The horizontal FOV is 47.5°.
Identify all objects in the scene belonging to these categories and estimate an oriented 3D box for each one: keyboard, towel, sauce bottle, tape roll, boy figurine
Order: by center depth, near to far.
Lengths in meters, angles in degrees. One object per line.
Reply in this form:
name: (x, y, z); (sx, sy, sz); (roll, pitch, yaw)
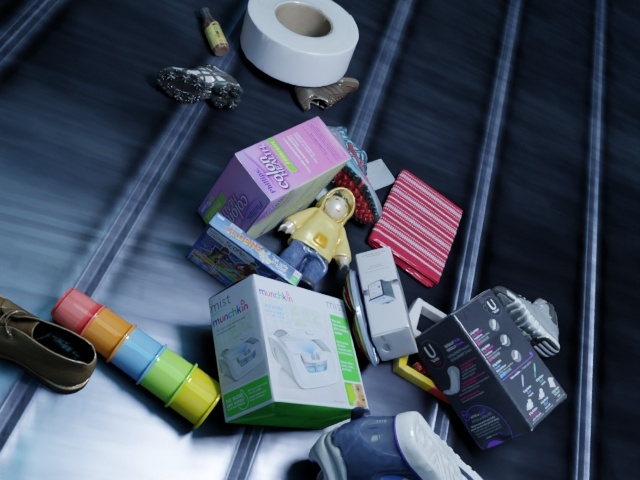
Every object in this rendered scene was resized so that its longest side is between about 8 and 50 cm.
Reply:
boy figurine: (0.000, 0.000, 1.558); (0.177, 0.092, 0.285); (37, 53, -5)
keyboard: (0.079, -0.138, 1.748); (0.256, 0.014, 0.072); (-23, 80, -39)
sauce bottle: (-0.259, -0.504, 1.751); (0.042, 0.042, 0.128); (-12, 70, -36)
towel: (0.233, -0.034, 1.762); (0.199, 0.031, 0.275); (35, 48, -7)
tape roll: (-0.051, -0.507, 1.801); (0.286, 0.100, 0.286); (11, 46, -12)

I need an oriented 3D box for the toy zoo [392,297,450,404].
toy zoo: (0.269, 0.253, 1.601); (0.293, 0.030, 0.192); (31, 50, -11)

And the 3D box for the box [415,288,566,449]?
box: (0.343, 0.266, 1.505); (0.143, 0.165, 0.270); (-26, 77, -39)

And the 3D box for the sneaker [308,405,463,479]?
sneaker: (0.115, 0.438, 1.313); (0.323, 0.236, 0.130); (58, 23, -31)

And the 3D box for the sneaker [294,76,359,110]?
sneaker: (0.020, -0.363, 1.830); (0.188, 0.066, 0.071); (-12, 85, -31)

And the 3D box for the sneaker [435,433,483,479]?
sneaker: (0.213, 0.443, 1.415); (0.235, 0.090, 0.095); (41, 63, 1)

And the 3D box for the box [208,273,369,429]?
box: (-0.058, 0.209, 1.316); (0.262, 0.127, 0.231); (21, 49, -47)

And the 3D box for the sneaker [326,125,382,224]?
sneaker: (0.081, -0.163, 1.686); (0.125, 0.104, 0.262); (-25, 82, -41)

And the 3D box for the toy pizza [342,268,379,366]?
toy pizza: (0.079, 0.158, 1.470); (0.032, 0.201, 0.201); (-15, 63, 7)

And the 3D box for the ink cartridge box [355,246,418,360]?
ink cartridge box: (0.136, 0.132, 1.507); (0.082, 0.139, 0.190); (-16, 57, 6)

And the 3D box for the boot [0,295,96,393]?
boot: (-0.495, 0.133, 1.155); (0.305, 0.115, 0.112); (29, 52, -12)

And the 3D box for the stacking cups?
stacking cups: (-0.312, 0.193, 1.252); (0.316, 0.096, 0.096); (37, 49, -1)

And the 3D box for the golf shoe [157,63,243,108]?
golf shoe: (-0.274, -0.357, 1.638); (0.198, 0.077, 0.094); (12, 42, -30)

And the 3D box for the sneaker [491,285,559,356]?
sneaker: (0.498, 0.169, 1.770); (0.228, 0.086, 0.132); (46, 43, -12)

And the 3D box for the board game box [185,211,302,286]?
board game box: (-0.149, 0.049, 1.404); (0.201, 0.136, 0.035); (37, 49, -7)

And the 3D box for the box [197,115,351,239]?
box: (-0.096, -0.115, 1.489); (0.243, 0.213, 0.117); (-33, 82, -40)
